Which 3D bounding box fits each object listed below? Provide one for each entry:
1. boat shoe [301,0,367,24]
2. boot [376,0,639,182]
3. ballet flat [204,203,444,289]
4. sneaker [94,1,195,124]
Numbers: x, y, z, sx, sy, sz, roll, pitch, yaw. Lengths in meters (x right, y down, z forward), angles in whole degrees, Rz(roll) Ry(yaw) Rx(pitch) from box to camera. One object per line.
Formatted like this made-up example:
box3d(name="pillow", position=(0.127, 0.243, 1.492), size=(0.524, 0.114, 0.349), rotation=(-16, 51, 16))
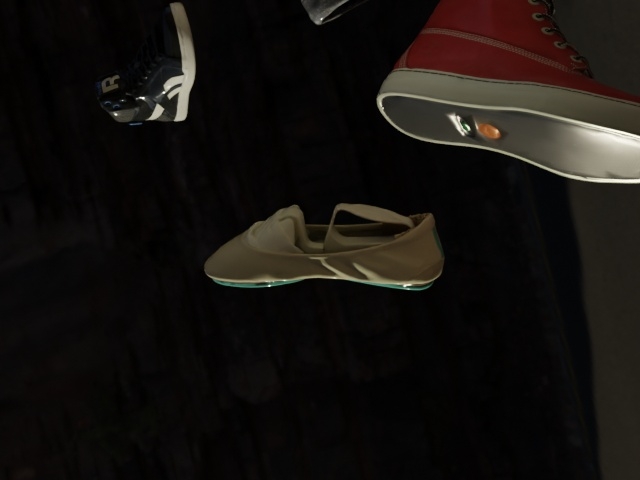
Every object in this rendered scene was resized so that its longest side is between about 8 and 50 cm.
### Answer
box3d(name="boat shoe", position=(0.111, -0.271, 0.783), size=(0.102, 0.301, 0.108), rotation=(64, 165, 2))
box3d(name="boot", position=(0.183, -0.146, 0.689), size=(0.244, 0.176, 0.088), rotation=(20, 160, 31))
box3d(name="ballet flat", position=(0.000, 0.000, 0.913), size=(0.086, 0.248, 0.086), rotation=(0, -90, -81))
box3d(name="sneaker", position=(-0.229, -0.213, 1.160), size=(0.217, 0.121, 0.079), rotation=(111, 144, -61))
